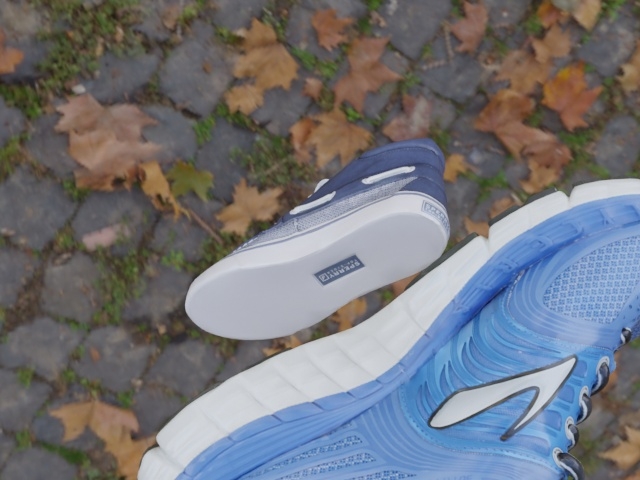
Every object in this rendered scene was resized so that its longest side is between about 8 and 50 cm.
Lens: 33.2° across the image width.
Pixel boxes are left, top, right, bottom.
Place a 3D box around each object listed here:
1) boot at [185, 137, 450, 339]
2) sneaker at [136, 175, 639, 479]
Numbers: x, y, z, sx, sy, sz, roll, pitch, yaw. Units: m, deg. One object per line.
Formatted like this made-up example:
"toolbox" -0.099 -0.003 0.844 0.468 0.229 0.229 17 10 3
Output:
"boot" 0.000 0.000 0.706 0.189 0.086 0.069 -20 124 23
"sneaker" 0.084 0.091 0.523 0.330 0.147 0.130 -31 153 -14
